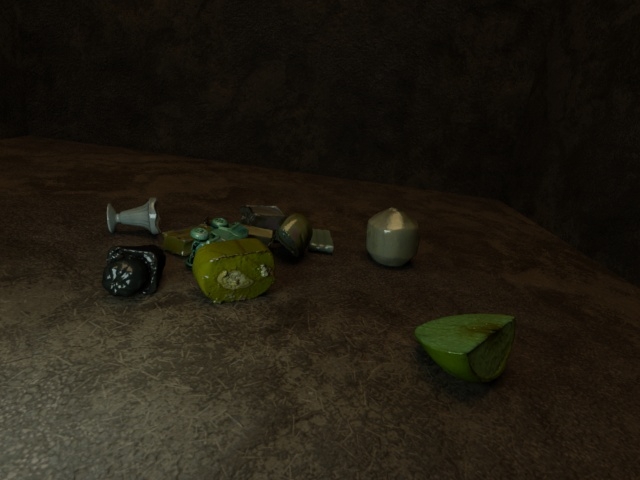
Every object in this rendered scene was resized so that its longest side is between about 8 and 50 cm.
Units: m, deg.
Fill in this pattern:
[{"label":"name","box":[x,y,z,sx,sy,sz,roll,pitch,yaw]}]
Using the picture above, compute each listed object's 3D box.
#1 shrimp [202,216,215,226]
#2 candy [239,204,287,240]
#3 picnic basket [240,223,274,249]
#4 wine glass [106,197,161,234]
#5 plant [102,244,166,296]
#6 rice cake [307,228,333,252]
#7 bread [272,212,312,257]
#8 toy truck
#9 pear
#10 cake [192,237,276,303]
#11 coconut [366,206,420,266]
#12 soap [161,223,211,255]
[{"label":"shrimp","box":[-0.448,-0.066,1.860,0.132,0.052,0.187,17,0,43]},{"label":"candy","box":[-0.268,-0.083,1.916,0.195,0.137,0.185,1,21,-24]},{"label":"picnic basket","box":[-0.284,-0.004,1.762,0.164,0.080,0.115,11,18,-6]},{"label":"wine glass","box":[-0.784,-0.102,1.741,0.196,0.165,0.165,-2,22,-16]},{"label":"plant","box":[-0.591,0.088,1.319,0.164,0.142,0.256,9,16,-1]},{"label":"rice cake","box":[0.000,0.000,1.929,0.127,0.043,0.237,6,21,-4]},{"label":"bread","box":[-0.100,-0.032,1.739,0.158,0.156,0.261,40,16,-4]},{"label":"toy truck","box":[-0.388,0.021,1.567,0.156,0.155,0.279,20,22,8]},{"label":"pear","box":[0.382,0.298,1.158,0.288,0.139,0.239,-16,16,-40]},{"label":"cake","box":[-0.283,0.100,1.354,0.260,0.179,0.156,-7,24,-29]},{"label":"coconut","box":[0.325,-0.026,1.832,0.244,0.248,0.245,6,19,-2]},{"label":"soap","box":[-0.519,-0.004,1.691,0.135,0.076,0.233,18,21,26]}]
